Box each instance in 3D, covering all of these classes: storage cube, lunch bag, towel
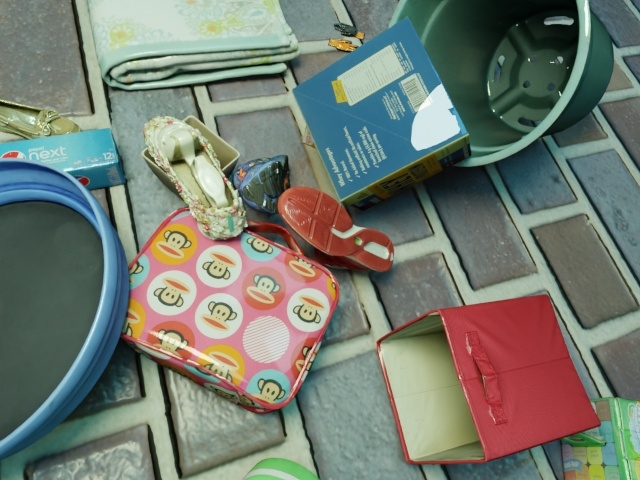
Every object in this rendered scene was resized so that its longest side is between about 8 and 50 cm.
[{"bbox_3d":[0.221,0.197,0.643,0.193,0.215,0.184,-4,66,-22],"label":"storage cube"},{"bbox_3d":[-0.127,0.081,0.662,0.293,0.120,0.258,28,63,1],"label":"lunch bag"},{"bbox_3d":[-0.257,-0.457,0.896,0.374,0.090,0.321,-12,66,-17],"label":"towel"}]

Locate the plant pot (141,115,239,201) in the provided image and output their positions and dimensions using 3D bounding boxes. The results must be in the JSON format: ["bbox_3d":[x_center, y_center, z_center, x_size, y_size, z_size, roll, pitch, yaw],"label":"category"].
[{"bbox_3d":[-0.211,-0.117,0.744,0.109,0.096,0.109,39,64,5],"label":"plant pot"}]

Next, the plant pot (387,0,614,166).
[{"bbox_3d":[0.345,-0.317,0.816,0.334,0.341,0.341,-15,68,-44],"label":"plant pot"}]

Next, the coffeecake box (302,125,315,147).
[{"bbox_3d":[0.078,-0.223,0.874,0.185,0.068,0.142,23,64,-1],"label":"coffeecake box"}]

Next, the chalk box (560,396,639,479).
[{"bbox_3d":[0.458,0.318,0.682,0.212,0.132,0.132,11,64,-7],"label":"chalk box"}]

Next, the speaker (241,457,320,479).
[{"bbox_3d":[-0.088,0.385,0.464,0.131,0.131,0.296,33,32,3],"label":"speaker"}]

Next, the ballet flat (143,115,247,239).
[{"bbox_3d":[-0.178,-0.109,0.646,0.091,0.077,0.241,-32,73,-24],"label":"ballet flat"}]

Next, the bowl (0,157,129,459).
[{"bbox_3d":[-0.426,0.082,0.557,0.390,0.077,0.392,-3,66,7],"label":"bowl"}]

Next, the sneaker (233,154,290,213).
[{"bbox_3d":[-0.100,-0.090,0.723,0.087,0.221,0.083,-4,103,3],"label":"sneaker"}]

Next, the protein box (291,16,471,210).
[{"bbox_3d":[0.098,-0.184,0.708,0.201,0.136,0.200,-27,79,18],"label":"protein box"}]

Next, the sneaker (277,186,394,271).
[{"bbox_3d":[0.000,0.000,0.710,0.221,0.128,0.087,33,61,-29],"label":"sneaker"}]

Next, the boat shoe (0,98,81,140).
[{"bbox_3d":[-0.482,-0.201,0.747,0.152,0.048,0.056,16,64,-5],"label":"boat shoe"}]

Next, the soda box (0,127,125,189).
[{"bbox_3d":[-0.428,-0.115,0.710,0.210,0.067,0.071,-14,70,-19],"label":"soda box"}]

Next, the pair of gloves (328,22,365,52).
[{"bbox_3d":[0.059,-0.453,1.006,0.074,0.010,0.083,18,63,-4],"label":"pair of gloves"}]
